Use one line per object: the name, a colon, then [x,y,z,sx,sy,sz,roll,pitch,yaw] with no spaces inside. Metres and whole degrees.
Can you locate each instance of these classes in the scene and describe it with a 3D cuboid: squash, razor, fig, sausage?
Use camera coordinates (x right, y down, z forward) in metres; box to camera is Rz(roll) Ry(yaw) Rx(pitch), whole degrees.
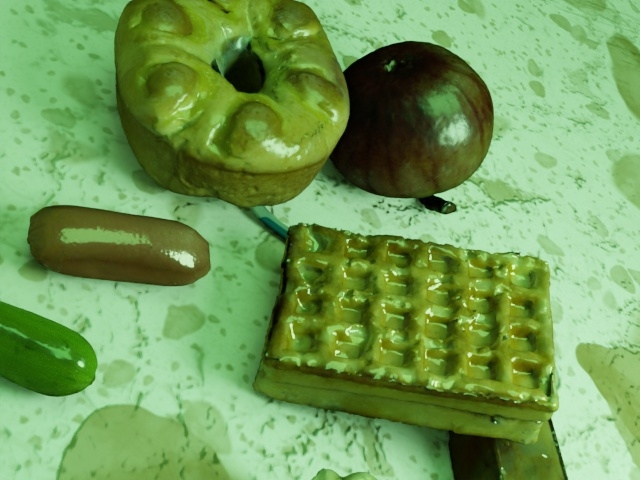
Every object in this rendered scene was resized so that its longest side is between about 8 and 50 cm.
squash: [-0.300,0.088,0.808,0.201,0.066,0.066,22,45,-6]
razor: [-0.001,0.004,1.085,0.191,0.068,0.037,24,86,-6]
fig: [0.114,-0.154,1.183,0.235,0.214,0.235,0,62,1]
sausage: [-0.208,0.007,0.924,0.194,0.077,0.077,9,51,-27]

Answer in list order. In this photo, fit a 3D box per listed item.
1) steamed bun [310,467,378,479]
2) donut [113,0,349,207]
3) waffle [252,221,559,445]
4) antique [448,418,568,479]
steamed bun: [0.007,0.333,0.705,0.292,0.137,0.295,-10,30,-6]
donut: [-0.107,-0.185,1.069,0.299,0.150,0.317,31,47,7]
waffle: [0.094,0.094,0.964,0.308,0.091,0.213,10,47,0]
antique: [0.204,0.225,0.998,0.093,0.087,0.310,12,50,-23]
